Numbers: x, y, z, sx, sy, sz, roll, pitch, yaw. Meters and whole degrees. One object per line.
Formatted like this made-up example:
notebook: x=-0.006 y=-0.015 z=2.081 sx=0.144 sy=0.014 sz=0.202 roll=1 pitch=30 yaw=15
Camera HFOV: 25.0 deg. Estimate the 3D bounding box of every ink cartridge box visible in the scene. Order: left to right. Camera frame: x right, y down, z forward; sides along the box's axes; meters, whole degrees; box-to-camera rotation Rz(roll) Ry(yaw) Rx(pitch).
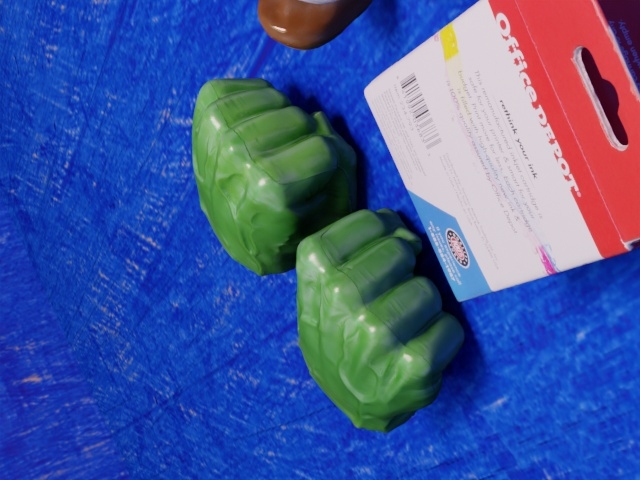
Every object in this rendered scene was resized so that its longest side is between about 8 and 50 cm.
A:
ink cartridge box: x=0.118 y=-0.058 z=0.707 sx=0.134 sy=0.078 sz=0.231 roll=66 pitch=158 yaw=1

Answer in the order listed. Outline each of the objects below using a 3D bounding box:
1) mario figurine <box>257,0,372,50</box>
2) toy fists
mario figurine: x=-0.048 y=-0.245 z=0.771 sx=0.198 sy=0.170 sz=0.320 roll=20 pitch=149 yaw=15
toy fists: x=0.000 y=0.000 z=1.016 sx=0.279 sy=0.096 sz=0.142 roll=55 pitch=165 yaw=23
